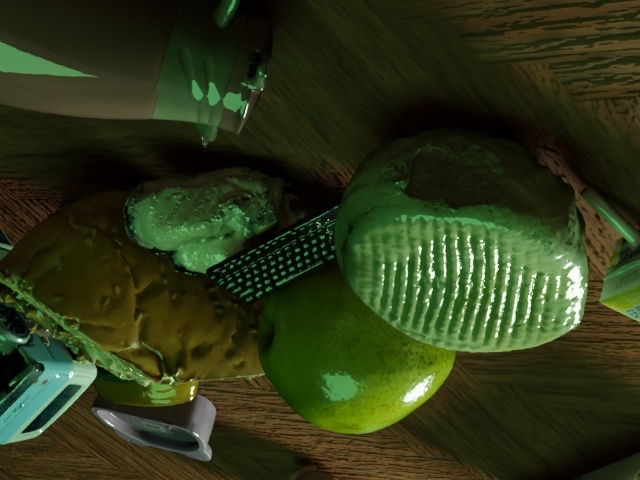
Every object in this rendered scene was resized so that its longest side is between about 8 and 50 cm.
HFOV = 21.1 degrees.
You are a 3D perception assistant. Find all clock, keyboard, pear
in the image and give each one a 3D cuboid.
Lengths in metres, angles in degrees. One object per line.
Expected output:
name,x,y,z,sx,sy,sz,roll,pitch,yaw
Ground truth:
clock,-0.196,0.217,2.112,0.153,0.050,0.110,11,153,24
keyboard,0.000,0.000,1.441,0.204,0.013,0.061,-27,138,28
pear,0.055,0.089,1.536,0.216,0.166,0.180,0,148,-16

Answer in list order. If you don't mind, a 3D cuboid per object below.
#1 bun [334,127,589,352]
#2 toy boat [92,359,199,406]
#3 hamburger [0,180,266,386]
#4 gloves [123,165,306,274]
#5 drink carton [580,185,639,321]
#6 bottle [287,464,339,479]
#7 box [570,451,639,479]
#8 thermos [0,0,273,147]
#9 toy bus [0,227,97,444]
bun,0.111,-0.004,1.330,0.221,0.108,0.221,10,147,7
toy boat,-0.194,0.132,1.922,0.229,0.089,0.088,2,110,39
hamburger,-0.162,0.054,1.609,0.282,0.245,0.155,-16,-170,-24
gloves,-0.093,-0.016,1.496,0.153,0.070,0.114,-6,145,15
drink carton,0.274,0.034,1.318,0.200,0.074,0.084,28,155,-16
bottle,0.001,0.353,2.190,0.110,0.097,0.209,59,170,28
box,0.321,0.329,1.779,0.190,0.112,0.369,51,155,4
thermos,-0.162,-0.162,1.216,0.265,0.146,0.176,15,131,-4
toy bus,-0.350,0.068,1.705,0.271,0.133,0.165,52,-163,22
